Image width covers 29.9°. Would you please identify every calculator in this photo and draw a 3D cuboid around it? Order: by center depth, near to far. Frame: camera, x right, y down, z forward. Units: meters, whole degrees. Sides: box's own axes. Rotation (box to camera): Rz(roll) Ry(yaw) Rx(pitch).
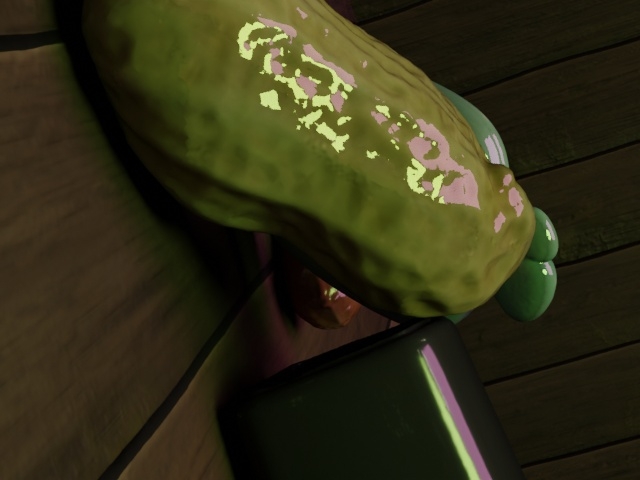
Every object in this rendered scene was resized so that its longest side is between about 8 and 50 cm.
[{"bbox_3d":[0.042,-0.035,0.858,0.042,0.295,0.184,-24,133,-44],"label":"calculator"}]

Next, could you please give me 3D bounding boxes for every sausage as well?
[{"bbox_3d":[0.000,0.000,1.029,0.194,0.077,0.077,-95,165,-49],"label":"sausage"}]

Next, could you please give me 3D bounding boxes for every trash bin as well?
[{"bbox_3d":[0.068,0.203,0.760,0.209,0.182,0.290,-11,79,-80],"label":"trash bin"}]

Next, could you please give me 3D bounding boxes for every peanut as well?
[{"bbox_3d":[-0.008,-0.061,0.708,0.313,0.152,0.152,33,27,-21],"label":"peanut"}]
